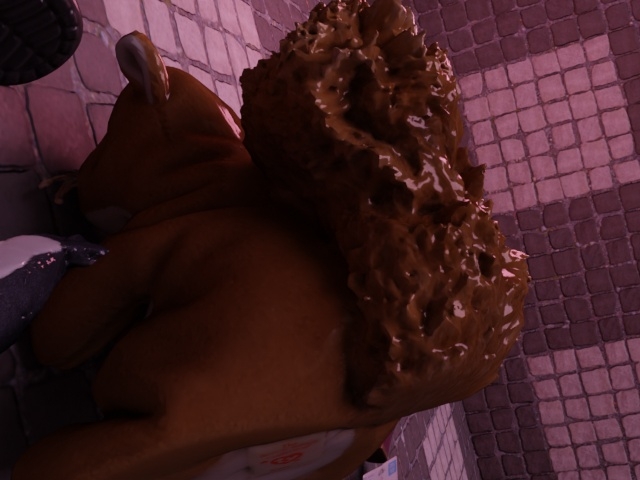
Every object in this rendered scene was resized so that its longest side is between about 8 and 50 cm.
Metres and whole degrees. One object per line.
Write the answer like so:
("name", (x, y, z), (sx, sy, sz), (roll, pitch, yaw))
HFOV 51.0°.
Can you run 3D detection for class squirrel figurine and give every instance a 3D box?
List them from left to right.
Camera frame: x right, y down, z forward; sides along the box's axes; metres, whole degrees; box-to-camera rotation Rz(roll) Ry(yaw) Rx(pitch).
("squirrel figurine", (-0.047, -0.014, 0.551), (0.281, 0.397, 0.370), (30, 34, -51))

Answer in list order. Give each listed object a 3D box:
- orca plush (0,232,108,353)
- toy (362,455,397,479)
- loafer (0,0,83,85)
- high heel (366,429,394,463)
("orca plush", (-0.240, 0.063, 0.327), (0.287, 0.151, 0.102), (-48, 155, -69))
("toy", (0.128, 0.507, 1.147), (0.137, 0.056, 0.237), (4, 84, -60))
("loafer", (-0.298, -0.259, 0.422), (0.130, 0.134, 0.366), (53, -9, 37))
("high heel", (0.075, 0.222, 1.149), (0.377, 0.127, 0.181), (79, 21, -48))
